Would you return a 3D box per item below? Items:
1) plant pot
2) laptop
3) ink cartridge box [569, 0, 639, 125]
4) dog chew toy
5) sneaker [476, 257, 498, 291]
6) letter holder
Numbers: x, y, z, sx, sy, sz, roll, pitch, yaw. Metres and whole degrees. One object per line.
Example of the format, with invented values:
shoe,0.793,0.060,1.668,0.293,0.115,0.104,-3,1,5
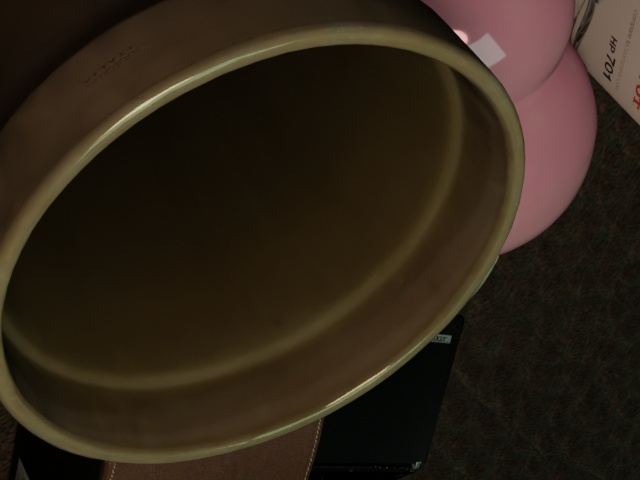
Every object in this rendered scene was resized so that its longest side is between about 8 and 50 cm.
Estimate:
plant pot,-0.086,-0.074,0.852,0.323,0.280,0.323,-20,142,-17
laptop,-0.015,0.173,1.404,0.234,0.137,0.264,9,152,-41
ink cartridge box,0.227,-0.192,1.022,0.082,0.191,0.140,-18,140,-19
dog chew toy,0.086,-0.143,0.979,0.206,0.207,0.332,-23,134,-13
sneaker,0.000,0.000,1.122,0.350,0.131,0.148,-14,143,-24
letter holder,-0.140,0.203,1.235,0.214,0.152,0.302,-10,138,-30
